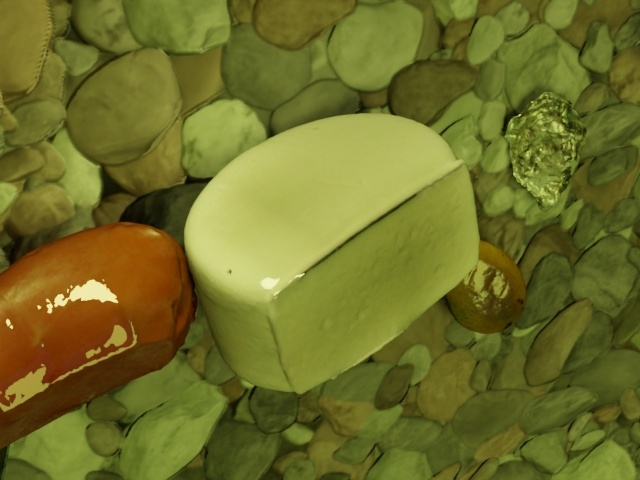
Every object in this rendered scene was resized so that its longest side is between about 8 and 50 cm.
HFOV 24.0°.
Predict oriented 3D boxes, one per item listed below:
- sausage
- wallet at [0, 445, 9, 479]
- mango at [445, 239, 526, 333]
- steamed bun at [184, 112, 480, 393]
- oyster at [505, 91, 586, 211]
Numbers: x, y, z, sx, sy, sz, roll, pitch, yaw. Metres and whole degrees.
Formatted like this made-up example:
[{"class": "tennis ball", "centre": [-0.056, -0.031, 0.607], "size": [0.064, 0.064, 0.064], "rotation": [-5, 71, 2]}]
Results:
[{"class": "sausage", "centre": [-0.219, 0.076, 1.192], "size": [0.258, 0.133, 0.133], "rotation": [-29, 131, -8]}, {"class": "wallet", "centre": [-0.415, 0.209, 1.224], "size": [0.317, 0.044, 0.169], "rotation": [-3, 126, -27]}, {"class": "mango", "centre": [0.153, 0.043, 1.433], "size": [0.079, 0.057, 0.114], "rotation": [-38, 124, 4]}, {"class": "steamed bun", "centre": [0.000, 0.000, 1.237], "size": [0.242, 0.164, 0.146], "rotation": [-36, 135, -25]}, {"class": "oyster", "centre": [0.209, -0.083, 1.388], "size": [0.100, 0.037, 0.098], "rotation": [29, 103, -40]}]
